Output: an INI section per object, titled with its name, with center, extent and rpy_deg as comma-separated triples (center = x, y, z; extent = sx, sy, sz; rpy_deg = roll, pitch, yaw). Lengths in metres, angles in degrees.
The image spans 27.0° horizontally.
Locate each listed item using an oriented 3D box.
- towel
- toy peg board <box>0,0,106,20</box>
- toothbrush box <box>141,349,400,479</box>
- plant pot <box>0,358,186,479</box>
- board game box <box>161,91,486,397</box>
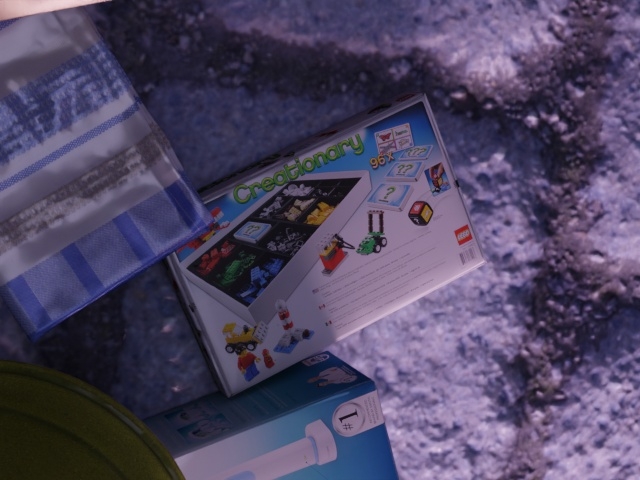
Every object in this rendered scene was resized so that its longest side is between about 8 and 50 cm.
[towel]
center = -0.248, -0.081, 1.191
extent = 0.209, 0.034, 0.285
rpy_deg = -32, 97, -13
[toy peg board]
center = -0.239, -0.281, 1.125
extent = 0.160, 0.079, 0.161
rpy_deg = -14, 137, -14
[toothbrush box]
center = -0.076, 0.266, 1.295
extent = 0.295, 0.126, 0.216
rpy_deg = -20, 106, -18
[plant pot]
center = -0.295, 0.327, 1.025
extent = 0.366, 0.353, 0.366
rpy_deg = 1, 106, 4
[board game box]
center = 0.000, 0.000, 1.322
extent = 0.305, 0.053, 0.193
rpy_deg = -26, 106, -16
